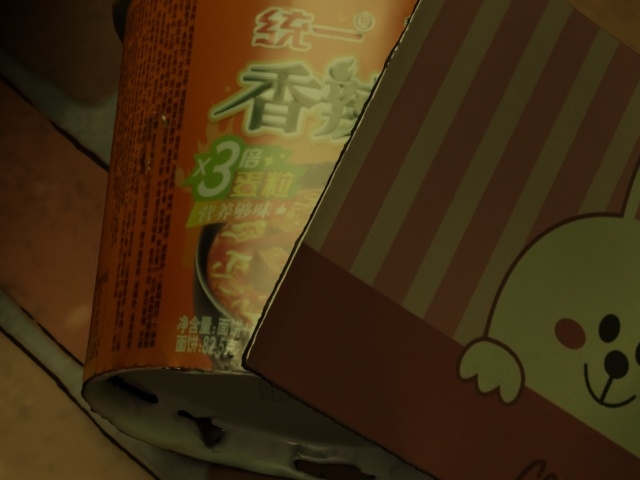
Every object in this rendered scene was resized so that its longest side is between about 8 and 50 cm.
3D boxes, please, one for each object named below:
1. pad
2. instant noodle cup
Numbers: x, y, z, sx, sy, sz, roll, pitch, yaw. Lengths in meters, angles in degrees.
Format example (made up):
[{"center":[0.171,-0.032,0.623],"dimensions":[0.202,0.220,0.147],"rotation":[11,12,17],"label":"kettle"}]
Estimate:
[{"center":[0.130,0.033,0.784],"dimensions":[0.300,0.005,0.202],"rotation":[32,74,-21],"label":"pad"},{"center":[0.000,0.000,0.836],"dimensions":[0.230,0.230,0.182],"rotation":[8,69,12],"label":"instant noodle cup"}]
